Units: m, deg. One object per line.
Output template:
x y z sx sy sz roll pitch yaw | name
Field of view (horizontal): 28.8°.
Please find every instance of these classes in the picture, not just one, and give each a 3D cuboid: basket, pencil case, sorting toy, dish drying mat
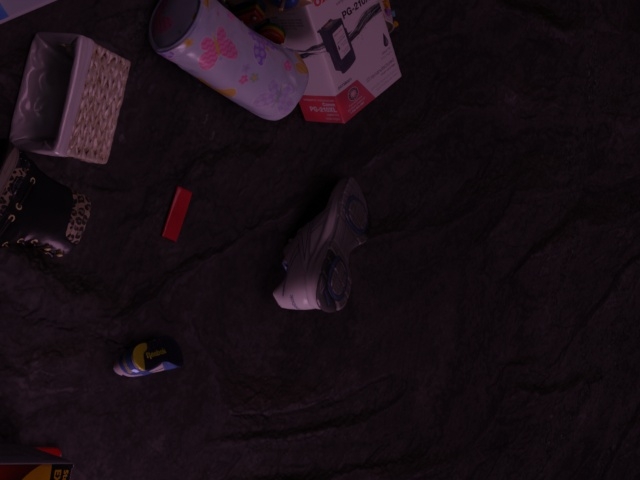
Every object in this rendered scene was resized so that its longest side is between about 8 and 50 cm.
-0.343 -0.193 1.719 0.103 0.113 0.167 15 86 -50 | basket
-0.137 -0.288 1.921 0.273 0.113 0.124 27 91 -45 | pencil case
0.106 -0.420 2.225 0.083 0.045 0.075 16 66 -48 | sorting toy
-0.226 -0.041 1.951 0.032 0.008 0.083 25 80 -46 | dish drying mat
-0.105 -0.392 1.919 0.274 0.132 0.046 47 42 -41 | sorting toy

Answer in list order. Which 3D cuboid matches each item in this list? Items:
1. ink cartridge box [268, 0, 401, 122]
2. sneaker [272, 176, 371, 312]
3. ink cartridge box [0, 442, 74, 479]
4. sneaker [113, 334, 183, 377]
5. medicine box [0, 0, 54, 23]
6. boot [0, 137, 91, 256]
0.022 -0.342 2.095 0.172 0.100 0.237 -42 126 -35 | ink cartridge box
0.000 0.000 2.134 0.111 0.129 0.297 59 37 -33 | sneaker
-0.452 0.440 1.704 0.272 0.130 0.309 10 89 -49 | ink cartridge box
-0.265 0.181 1.922 0.144 0.059 0.053 4 63 -63 | sneaker
-0.389 -0.444 1.597 0.289 0.149 0.263 -35 121 -39 | medicine box
-0.419 0.001 1.694 0.179 0.085 0.236 35 73 -48 | boot
